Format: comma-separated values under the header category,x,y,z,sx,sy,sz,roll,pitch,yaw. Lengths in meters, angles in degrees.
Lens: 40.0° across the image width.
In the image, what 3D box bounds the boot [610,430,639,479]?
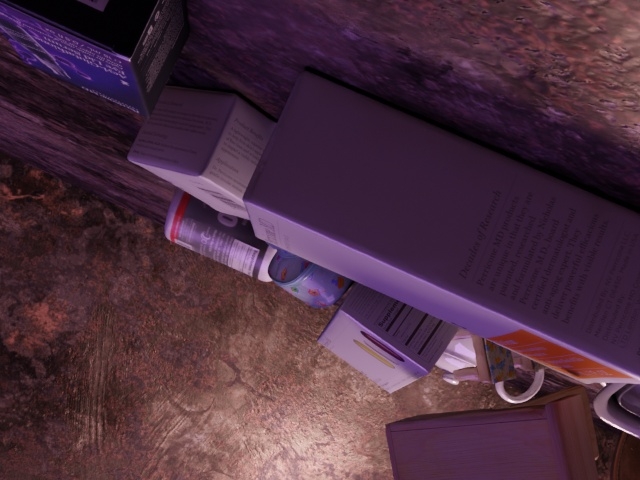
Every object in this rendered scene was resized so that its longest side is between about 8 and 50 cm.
category,x,y,z,sx,sy,sz,roll,pitch,yaw
boot,0.495,0.241,1.158,0.112,0.305,0.115,47,154,10

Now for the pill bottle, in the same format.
category,x,y,z,sx,sy,sz,roll,pitch,yaw
pill bottle,-0.131,-0.022,1.640,0.283,0.161,0.161,23,172,3

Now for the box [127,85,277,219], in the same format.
category,x,y,z,sx,sy,sz,roll,pitch,yaw
box,-0.131,-0.114,1.208,0.182,0.119,0.181,16,169,46

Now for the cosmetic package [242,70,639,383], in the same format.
category,x,y,z,sx,sy,sz,roll,pitch,yaw
cosmetic package,0.155,-0.001,0.984,0.453,0.161,0.230,24,172,4

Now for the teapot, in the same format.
category,x,y,z,sx,sy,sz,roll,pitch,yaw
teapot,0.293,0.193,1.706,0.256,0.187,0.252,18,170,31

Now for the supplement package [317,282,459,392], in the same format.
category,x,y,z,sx,sy,sz,roll,pitch,yaw
supplement package,0.121,0.086,1.262,0.145,0.204,0.262,36,163,4

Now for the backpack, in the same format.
category,x,y,z,sx,sy,sz,roll,pitch,yaw
backpack,0.000,0.000,1.316,0.144,0.188,0.166,28,171,-26

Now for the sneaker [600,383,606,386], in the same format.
category,x,y,z,sx,sy,sz,roll,pitch,yaw
sneaker,0.481,0.175,1.478,0.279,0.107,0.118,25,154,-27

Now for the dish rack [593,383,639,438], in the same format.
category,x,y,z,sx,sy,sz,roll,pitch,yaw
dish rack,0.518,0.171,1.007,0.333,0.072,0.285,26,136,-10

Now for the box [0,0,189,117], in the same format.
category,x,y,z,sx,sy,sz,roll,pitch,yaw
box,-0.219,-0.218,0.852,0.153,0.108,0.207,24,171,-2

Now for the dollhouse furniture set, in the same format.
category,x,y,z,sx,sy,sz,roll,pitch,yaw
dollhouse furniture set,0.317,0.284,1.212,0.256,0.362,0.394,-15,171,41
